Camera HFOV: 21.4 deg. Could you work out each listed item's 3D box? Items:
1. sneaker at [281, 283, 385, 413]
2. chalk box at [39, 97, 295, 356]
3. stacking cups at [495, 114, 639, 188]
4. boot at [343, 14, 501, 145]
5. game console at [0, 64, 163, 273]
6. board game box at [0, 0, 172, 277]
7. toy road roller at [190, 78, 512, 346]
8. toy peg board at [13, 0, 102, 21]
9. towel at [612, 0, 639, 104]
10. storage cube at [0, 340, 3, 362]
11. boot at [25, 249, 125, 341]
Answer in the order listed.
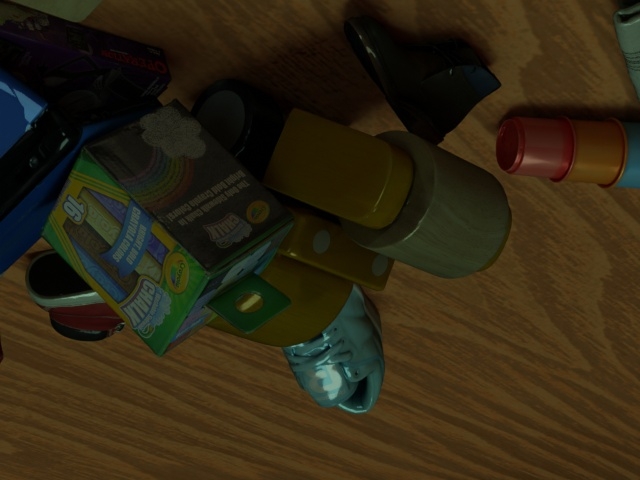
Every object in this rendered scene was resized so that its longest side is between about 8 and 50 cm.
[{"bbox_3d":[0.007,0.127,2.149,0.135,0.150,0.366,-19,154,17],"label":"sneaker"},{"bbox_3d":[-0.123,0.004,1.532,0.132,0.213,0.132,-34,166,-45],"label":"chalk box"},{"bbox_3d":[0.351,-0.097,1.869,0.316,0.096,0.096,4,152,-23],"label":"stacking cups"},{"bbox_3d":[0.101,-0.178,1.652,0.106,0.082,0.219,-35,148,4],"label":"boot"},{"bbox_3d":[-0.335,-0.081,1.556,0.293,0.173,0.250,-40,173,29],"label":"game console"},{"bbox_3d":[-0.323,-0.083,1.625,0.208,0.056,0.347,16,133,-37],"label":"board game box"},{"bbox_3d":[0.000,0.000,1.670,0.330,0.240,0.202,19,179,42],"label":"toy road roller"},{"bbox_3d":[-0.204,-0.261,1.267,0.161,0.079,0.161,15,135,-45],"label":"toy peg board"},{"bbox_3d":[0.451,-0.224,1.670,0.312,0.056,0.324,-15,154,11],"label":"towel"},{"bbox_3d":[-0.469,0.083,1.848,0.193,0.183,0.215,1,153,-25],"label":"storage cube"},{"bbox_3d":[-0.215,0.067,2.025,0.244,0.088,0.176,-3,156,4],"label":"boot"}]
